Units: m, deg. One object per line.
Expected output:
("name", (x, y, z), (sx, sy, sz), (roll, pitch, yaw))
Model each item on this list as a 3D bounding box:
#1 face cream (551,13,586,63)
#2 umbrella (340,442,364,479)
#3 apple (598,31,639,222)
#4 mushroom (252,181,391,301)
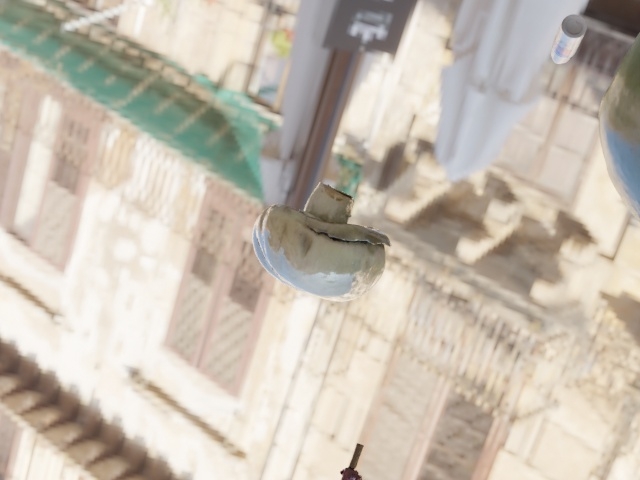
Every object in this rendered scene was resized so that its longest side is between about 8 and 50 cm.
("face cream", (0.327, -0.263, 1.848), (0.034, 0.034, 0.130), (19, 171, 5))
("umbrella", (0.011, 0.273, 1.324), (0.027, 0.165, 0.025), (23, 172, -9))
("apple", (0.495, -0.126, 1.560), (0.357, 0.357, 0.357), (15, -157, -6))
("mushroom", (0.000, 0.000, 1.492), (0.154, 0.122, 0.154), (14, -178, 0))
